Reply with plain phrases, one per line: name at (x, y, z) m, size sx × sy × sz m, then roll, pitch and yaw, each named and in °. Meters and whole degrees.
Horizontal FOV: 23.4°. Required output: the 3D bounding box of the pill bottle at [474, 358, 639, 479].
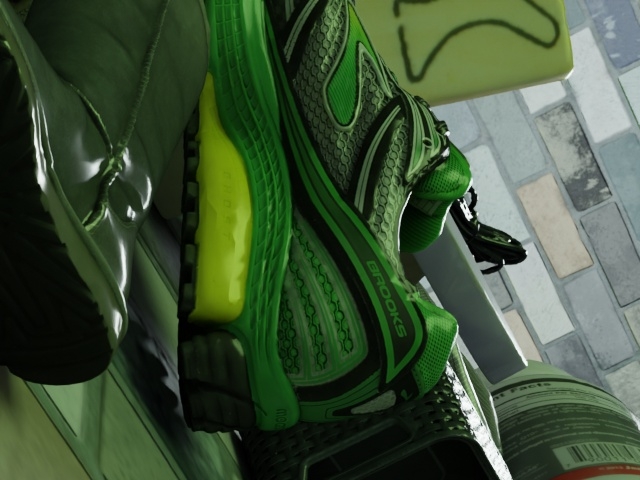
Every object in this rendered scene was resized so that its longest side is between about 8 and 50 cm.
pill bottle at (0.196, 0.230, 1.258) m, size 0.210 × 0.210 × 0.363 m, roll 62°, pitch 2°, yaw -13°

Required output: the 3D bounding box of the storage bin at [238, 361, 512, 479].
storage bin at (0.044, 0.148, 0.876) m, size 0.180 × 0.122 × 0.084 m, roll 59°, pitch 7°, yaw -44°

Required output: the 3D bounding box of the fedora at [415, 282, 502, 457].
fedora at (0.058, 0.118, 1.172) m, size 0.244 × 0.124 × 0.275 m, roll 59°, pitch 7°, yaw -39°

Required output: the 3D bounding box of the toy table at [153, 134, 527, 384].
toy table at (0.000, 0.000, 0.975) m, size 0.274 × 0.161 × 0.252 m, roll 62°, pitch 6°, yaw -8°

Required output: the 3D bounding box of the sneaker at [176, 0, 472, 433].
sneaker at (0.000, -0.056, 0.812) m, size 0.134 × 0.146 × 0.344 m, roll 102°, pitch -12°, yaw -60°

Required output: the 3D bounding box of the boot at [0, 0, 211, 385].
boot at (-0.095, -0.075, 0.560) m, size 0.208 × 0.076 × 0.190 m, roll -73°, pitch 156°, yaw -48°

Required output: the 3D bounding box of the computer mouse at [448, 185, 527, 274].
computer mouse at (0.010, -0.027, 1.207) m, size 0.272 × 0.072 × 0.188 m, roll 18°, pitch -10°, yaw 36°

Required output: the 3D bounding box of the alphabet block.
alphabet block at (0.054, -0.195, 1.202) m, size 0.193 × 0.197 × 0.192 m, roll 9°, pitch -70°, yaw 64°

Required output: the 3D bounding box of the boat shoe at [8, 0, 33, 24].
boat shoe at (-0.136, -0.137, 0.715) m, size 0.302 × 0.109 × 0.098 m, roll 79°, pitch 24°, yaw -66°
